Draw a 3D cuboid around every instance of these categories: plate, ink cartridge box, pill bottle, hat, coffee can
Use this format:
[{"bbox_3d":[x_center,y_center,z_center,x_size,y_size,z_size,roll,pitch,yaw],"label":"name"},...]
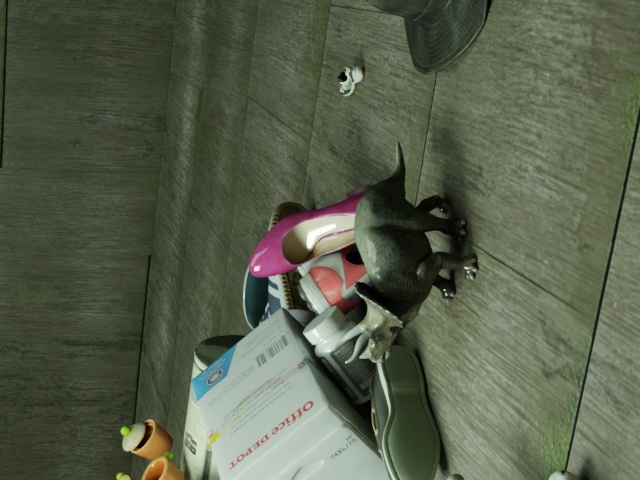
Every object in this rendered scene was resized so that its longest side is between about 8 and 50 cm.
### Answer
[{"bbox_3d":[-0.105,0.078,2.018,0.024,0.188,0.188,12,102,25],"label":"plate"},{"bbox_3d":[-0.043,0.285,1.630,0.198,0.197,0.270,-39,32,5],"label":"ink cartridge box"},{"bbox_3d":[0.040,0.170,1.595,0.137,0.078,0.078,52,161,-8],"label":"pill bottle"},{"bbox_3d":[0.122,-0.399,1.464,0.331,0.134,0.331,-177,90,-70],"label":"hat"},{"bbox_3d":[-0.161,0.349,2.061,0.201,0.201,0.275,-131,48,-63],"label":"coffee can"}]

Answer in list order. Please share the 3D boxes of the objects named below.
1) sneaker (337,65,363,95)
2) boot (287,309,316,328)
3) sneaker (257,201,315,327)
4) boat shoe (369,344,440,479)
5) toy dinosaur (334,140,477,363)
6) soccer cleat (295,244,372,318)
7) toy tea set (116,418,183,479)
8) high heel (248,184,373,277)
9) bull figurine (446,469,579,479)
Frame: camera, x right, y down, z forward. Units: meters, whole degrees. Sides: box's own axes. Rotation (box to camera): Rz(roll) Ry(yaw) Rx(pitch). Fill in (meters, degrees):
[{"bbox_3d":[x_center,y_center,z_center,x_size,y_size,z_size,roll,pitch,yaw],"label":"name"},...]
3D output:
[{"bbox_3d":[0.044,-0.274,1.811,0.083,0.037,0.032,128,139,-61],"label":"sneaker"},{"bbox_3d":[-0.036,0.223,1.810,0.258,0.095,0.123,88,-170,-59],"label":"boot"},{"bbox_3d":[-0.062,0.080,1.971,0.153,0.099,0.282,129,137,-57],"label":"sneaker"},{"bbox_3d":[0.114,0.258,1.481,0.069,0.081,0.228,111,161,-49],"label":"boat shoe"},{"bbox_3d":[0.107,0.002,1.406,0.121,0.160,0.313,145,124,-66],"label":"toy dinosaur"},{"bbox_3d":[0.021,0.045,1.768,0.108,0.116,0.318,57,-176,-16],"label":"soccer cleat"},{"bbox_3d":[-0.353,0.464,1.994,0.200,0.124,0.336,-46,29,7],"label":"toy tea set"},{"bbox_3d":[0.000,0.000,1.651,0.082,0.244,0.117,64,180,-23],"label":"high heel"},{"bbox_3d":[0.200,0.374,1.182,0.188,0.101,0.310,-127,46,-67],"label":"bull figurine"}]
